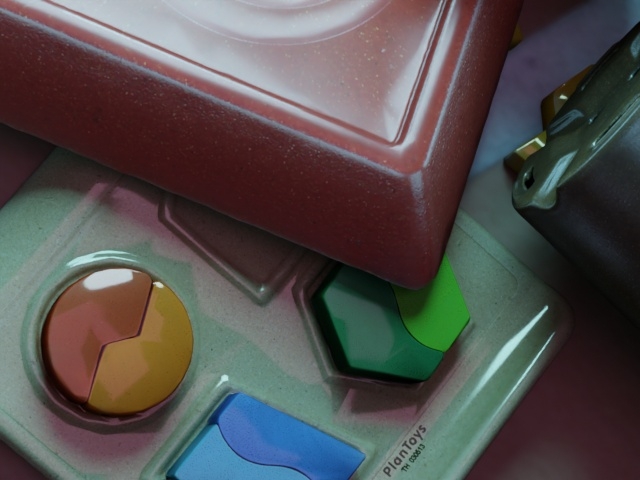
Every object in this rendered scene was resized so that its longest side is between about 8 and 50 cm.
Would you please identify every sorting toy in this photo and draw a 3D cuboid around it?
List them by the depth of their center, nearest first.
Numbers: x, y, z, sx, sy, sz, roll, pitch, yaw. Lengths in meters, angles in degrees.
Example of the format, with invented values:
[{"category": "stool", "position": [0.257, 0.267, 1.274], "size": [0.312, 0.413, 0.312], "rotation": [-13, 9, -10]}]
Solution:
[{"category": "sorting toy", "position": [0.000, 0.000, 0.751], "size": [0.229, 0.041, 0.307], "rotation": [40, 73, -3]}]

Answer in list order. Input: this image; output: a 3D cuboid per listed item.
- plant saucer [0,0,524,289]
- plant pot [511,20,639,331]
[{"category": "plant saucer", "position": [-0.027, -0.142, 0.751], "size": [0.258, 0.048, 0.259], "rotation": [22, 67, -6]}, {"category": "plant pot", "position": [0.182, -0.012, 0.725], "size": [0.165, 0.167, 0.167], "rotation": [40, 73, -8]}]
